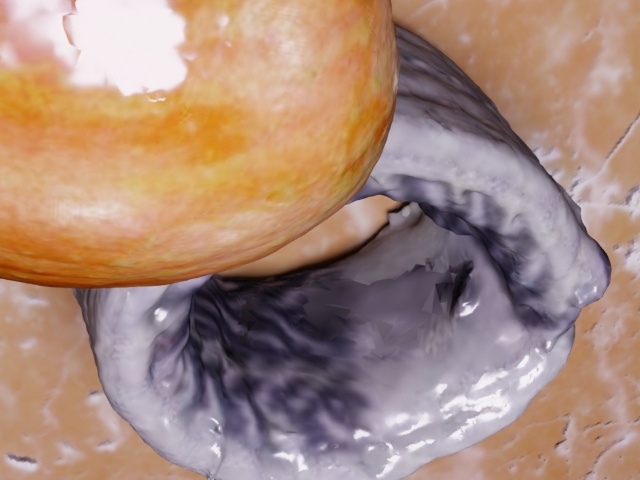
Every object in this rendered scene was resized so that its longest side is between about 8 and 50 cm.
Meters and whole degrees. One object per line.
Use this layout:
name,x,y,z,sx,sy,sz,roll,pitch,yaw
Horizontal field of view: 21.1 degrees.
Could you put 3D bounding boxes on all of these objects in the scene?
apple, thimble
apple,-0.118,-0.122,0.615,0.301,0.301,0.301,-10,125,-15
thimble,0.000,0.000,0.831,0.245,0.157,0.217,-1,125,-20
